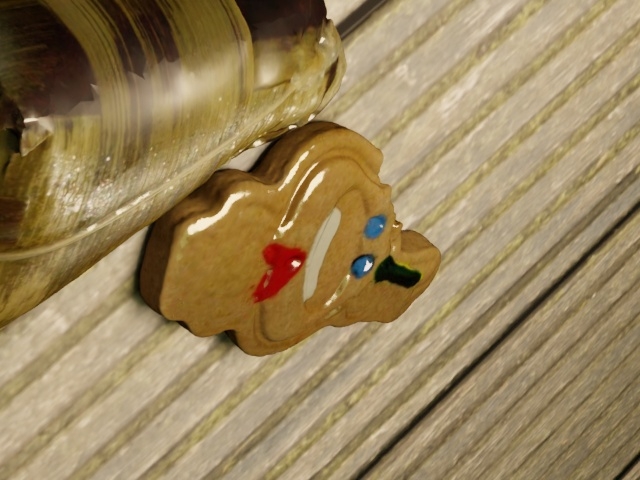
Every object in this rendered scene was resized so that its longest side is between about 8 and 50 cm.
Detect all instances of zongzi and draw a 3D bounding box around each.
[{"bbox_3d":[-0.136,-0.032,0.787,0.286,0.134,0.288,-21,148,-45],"label":"zongzi"}]

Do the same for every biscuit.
[{"bbox_3d":[-0.002,0.009,1.041,0.183,0.047,0.319,-54,147,6],"label":"biscuit"}]
